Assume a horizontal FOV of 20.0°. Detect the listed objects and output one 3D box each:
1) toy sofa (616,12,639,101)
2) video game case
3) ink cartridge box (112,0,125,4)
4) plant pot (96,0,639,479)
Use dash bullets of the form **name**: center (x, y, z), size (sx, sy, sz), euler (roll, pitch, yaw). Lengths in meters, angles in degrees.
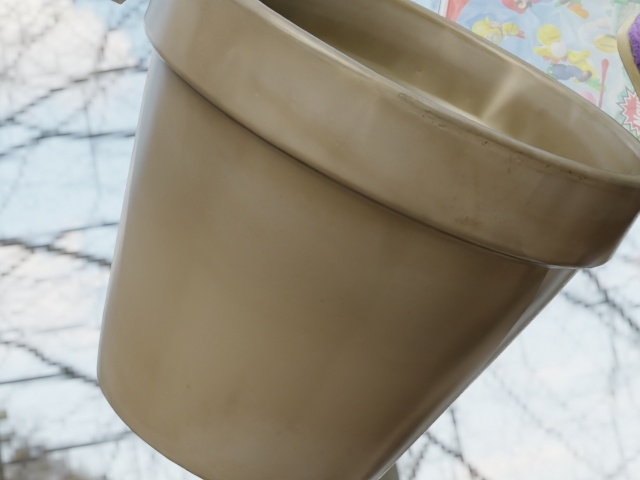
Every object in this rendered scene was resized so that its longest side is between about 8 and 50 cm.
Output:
- **toy sofa**: center (0.330, -0.006, 1.133), size (0.177, 0.363, 0.150), euler (-21, 13, -27)
- **video game case**: center (0.235, -0.153, 1.489), size (0.285, 0.204, 0.025), euler (11, -20, 0)
- **ink cartridge box**: center (-0.143, -0.230, 1.420), size (0.083, 0.048, 0.028), euler (-37, -32, 23)
- **plant pot**: center (0.000, 0.000, 1.121), size (0.323, 0.323, 0.280), euler (10, -66, -49)
